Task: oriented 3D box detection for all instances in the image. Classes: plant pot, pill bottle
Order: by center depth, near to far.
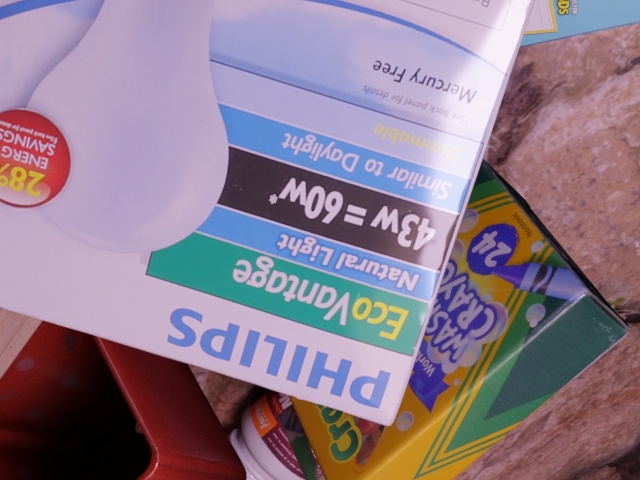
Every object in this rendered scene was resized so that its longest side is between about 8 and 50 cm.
[{"bbox_3d":[-0.237,0.223,1.246,0.267,0.267,0.235,-43,146,14],"label":"plant pot"},{"bbox_3d":[-0.016,0.216,1.413,0.221,0.121,0.121,-41,131,12],"label":"pill bottle"}]

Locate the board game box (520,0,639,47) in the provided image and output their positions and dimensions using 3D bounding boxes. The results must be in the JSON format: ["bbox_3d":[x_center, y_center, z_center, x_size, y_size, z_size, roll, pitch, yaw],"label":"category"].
[{"bbox_3d":[0.125,-0.274,0.981,0.336,0.079,0.254,-8,137,27],"label":"board game box"}]

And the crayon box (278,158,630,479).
[{"bbox_3d":[0.082,0.105,1.043,0.323,0.203,0.083,-43,129,12],"label":"crayon box"}]

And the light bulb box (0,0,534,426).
[{"bbox_3d":[-0.061,-0.106,0.873,0.357,0.225,0.361,16,103,-1],"label":"light bulb box"}]

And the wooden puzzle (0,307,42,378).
[{"bbox_3d":[-0.347,-0.064,1.030,0.322,0.080,0.348,33,100,-20],"label":"wooden puzzle"}]
